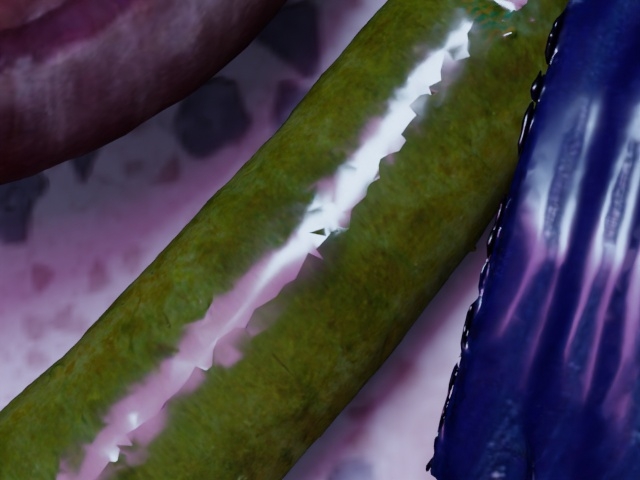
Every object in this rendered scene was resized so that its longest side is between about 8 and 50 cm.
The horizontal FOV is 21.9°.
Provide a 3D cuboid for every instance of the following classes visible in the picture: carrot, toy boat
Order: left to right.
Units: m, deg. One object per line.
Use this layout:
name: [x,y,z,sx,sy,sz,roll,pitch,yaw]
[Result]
carrot: [0.000,0.000,0.452,0.074,0.074,0.358,40,86,26]
toy boat: [0.164,0.063,0.381,0.318,0.072,0.219,40,91,12]

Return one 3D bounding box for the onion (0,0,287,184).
onion: [-0.148,-0.181,0.479,0.347,0.285,0.348,0,92,-15]
